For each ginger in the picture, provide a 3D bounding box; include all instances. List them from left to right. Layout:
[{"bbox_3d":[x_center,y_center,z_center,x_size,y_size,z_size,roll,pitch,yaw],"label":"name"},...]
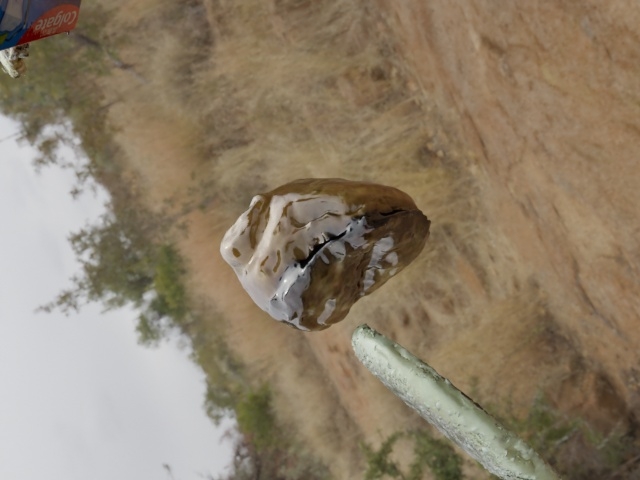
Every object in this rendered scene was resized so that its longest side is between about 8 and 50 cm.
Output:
[{"bbox_3d":[0.002,0.001,1.179,0.223,0.269,0.200,49,-171,35],"label":"ginger"}]

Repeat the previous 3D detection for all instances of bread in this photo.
[{"bbox_3d":[0.136,0.183,0.866,0.267,0.040,0.267,38,173,6],"label":"bread"}]

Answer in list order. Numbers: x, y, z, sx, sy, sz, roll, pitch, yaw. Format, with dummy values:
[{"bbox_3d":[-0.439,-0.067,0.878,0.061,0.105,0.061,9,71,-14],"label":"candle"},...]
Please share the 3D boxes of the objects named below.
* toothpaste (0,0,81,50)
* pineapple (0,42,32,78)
[{"bbox_3d":[-0.263,-0.167,0.553,0.066,0.076,0.320,25,-154,2],"label":"toothpaste"},{"bbox_3d":[-0.392,-0.314,1.083,0.250,0.140,0.164,12,132,54],"label":"pineapple"}]
